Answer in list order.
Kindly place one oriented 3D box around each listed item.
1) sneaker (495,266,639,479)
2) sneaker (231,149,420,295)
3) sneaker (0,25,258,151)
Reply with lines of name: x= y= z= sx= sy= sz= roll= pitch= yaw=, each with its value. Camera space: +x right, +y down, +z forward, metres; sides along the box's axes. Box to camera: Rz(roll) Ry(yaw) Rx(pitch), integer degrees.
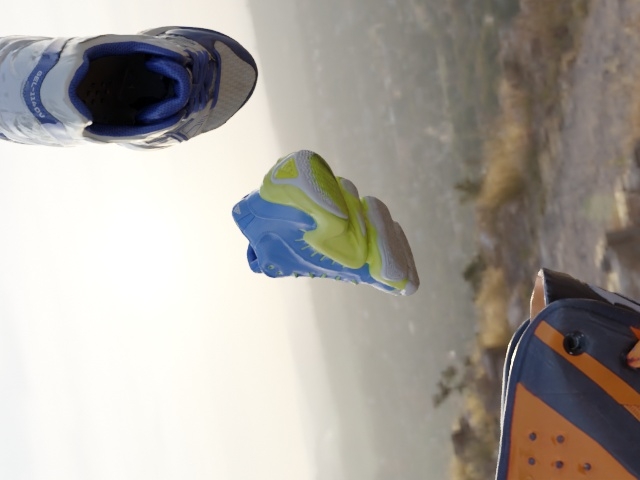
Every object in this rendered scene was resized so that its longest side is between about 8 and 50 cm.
sneaker: x=0.165 y=0.031 z=0.362 sx=0.180 sy=0.321 sz=0.124 roll=33 pitch=179 yaw=12
sneaker: x=0.000 y=0.000 z=1.136 sx=0.240 sy=0.126 sz=0.091 roll=43 pitch=-151 yaw=-42
sneaker: x=-0.136 y=-0.120 z=0.936 sx=0.296 sy=0.131 sz=0.111 roll=-18 pitch=-69 yaw=-50
